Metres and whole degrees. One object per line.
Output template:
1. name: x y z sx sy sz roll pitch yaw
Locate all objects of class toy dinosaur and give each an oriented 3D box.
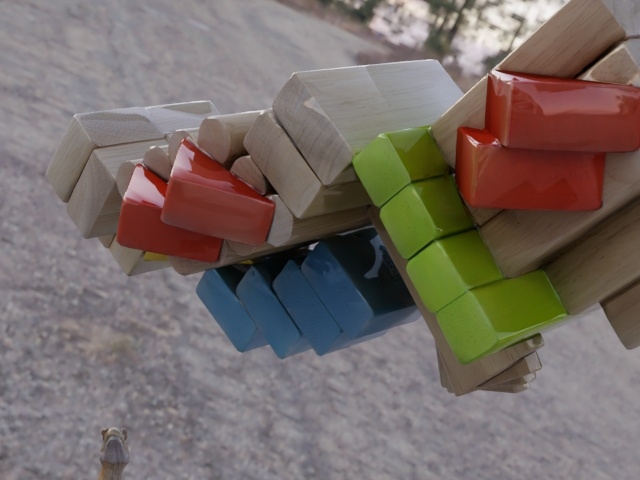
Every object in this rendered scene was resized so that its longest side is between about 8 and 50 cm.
1. toy dinosaur: -0.174 0.226 0.796 0.064 0.211 0.112 33 7 -28

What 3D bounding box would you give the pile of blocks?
1. pile of blocks: 0.000 0.000 0.472 0.112 0.149 0.362 -13 4 -44
